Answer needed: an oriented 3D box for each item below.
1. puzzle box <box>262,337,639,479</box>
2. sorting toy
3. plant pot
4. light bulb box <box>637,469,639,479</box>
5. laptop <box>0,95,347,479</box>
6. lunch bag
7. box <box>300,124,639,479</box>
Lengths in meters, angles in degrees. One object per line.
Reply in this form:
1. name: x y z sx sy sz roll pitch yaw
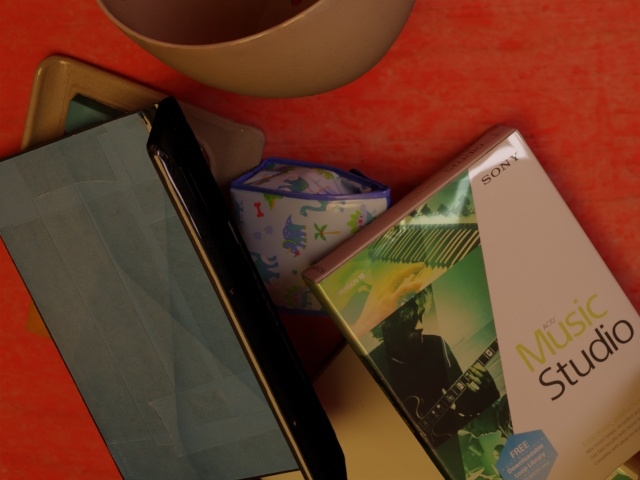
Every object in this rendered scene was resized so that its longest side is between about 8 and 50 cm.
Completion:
1. puzzle box: 0.160 0.247 1.786 0.409 0.052 0.272 37 120 -5
2. sorting toy: -0.196 -0.010 1.761 0.229 0.041 0.307 19 120 6
3. plant pot: -0.027 -0.227 1.496 0.284 0.284 0.191 -10 148 20
4. light bulb box: 0.450 0.254 1.528 0.225 0.361 0.358 -23 108 27
5. laptop: -0.155 0.096 1.612 0.236 0.408 0.382 -25 102 3
6. lunch bag: 0.000 0.000 1.672 0.151 0.096 0.129 10 117 28
7. box: 0.165 0.091 1.631 0.232 0.058 0.322 -38 104 -9
